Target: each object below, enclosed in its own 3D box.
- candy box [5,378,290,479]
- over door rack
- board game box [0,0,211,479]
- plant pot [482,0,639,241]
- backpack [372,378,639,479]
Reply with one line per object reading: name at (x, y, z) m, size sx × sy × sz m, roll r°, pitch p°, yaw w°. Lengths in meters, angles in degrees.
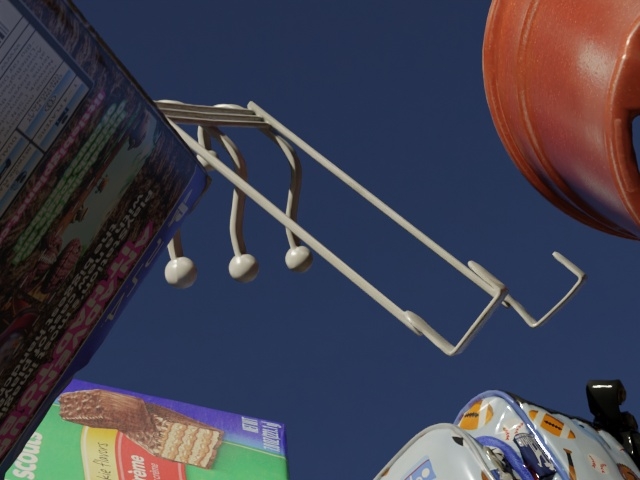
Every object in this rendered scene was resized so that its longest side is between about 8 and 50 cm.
candy box at (-0.178, 0.166, 1.047) m, size 0.317 × 0.268 × 0.122 m, roll 12°, pitch -72°, yaw -8°
over door rack at (0.000, 0.000, 1.372) m, size 0.324 × 0.239 × 0.108 m, roll 27°, pitch -79°, yaw 17°
board game box at (-0.177, 0.008, 0.619) m, size 0.141 × 0.232 × 0.291 m, roll 33°, pitch -5°, yaw 11°
plant pot at (0.256, -0.100, 1.245) m, size 0.272 × 0.265 × 0.272 m, roll -1°, pitch -77°, yaw -3°
backpack at (0.121, 0.250, 1.191) m, size 0.213 × 0.263 × 0.276 m, roll 12°, pitch -59°, yaw -47°
